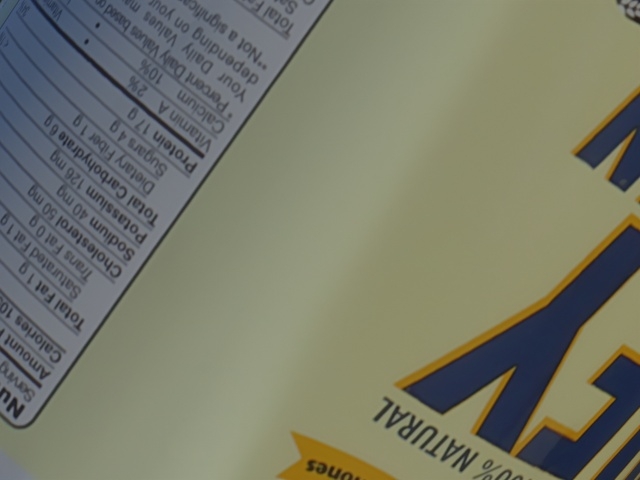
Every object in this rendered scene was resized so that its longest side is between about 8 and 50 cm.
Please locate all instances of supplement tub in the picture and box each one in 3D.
[{"bbox_3d":[0.000,0.000,0.428,0.235,0.325,0.235,35,-172,-6],"label":"supplement tub"}]
